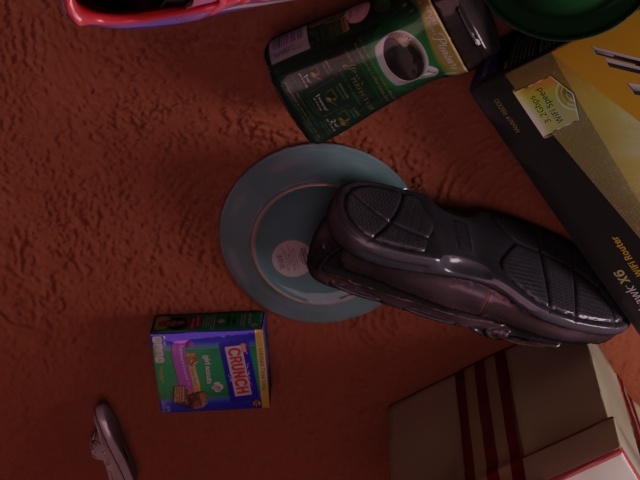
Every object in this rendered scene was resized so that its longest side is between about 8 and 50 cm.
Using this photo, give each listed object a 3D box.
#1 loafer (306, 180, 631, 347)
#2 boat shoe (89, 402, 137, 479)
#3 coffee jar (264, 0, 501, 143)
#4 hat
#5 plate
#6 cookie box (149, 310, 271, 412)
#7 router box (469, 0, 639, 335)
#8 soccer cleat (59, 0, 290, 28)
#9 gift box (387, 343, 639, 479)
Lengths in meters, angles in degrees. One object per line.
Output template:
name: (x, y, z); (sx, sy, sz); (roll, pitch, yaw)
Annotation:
loafer: (0.132, 0.033, 1.259); (0.302, 0.109, 0.095); (19, 135, -17)
boat shoe: (-0.213, 0.206, 1.391); (0.035, 0.035, 0.100); (-14, 124, 5)
coffee jar: (0.053, -0.160, 1.165); (0.184, 0.079, 0.096); (-24, 119, 14)
hat: (0.149, -0.255, 1.007); (0.173, 0.183, 0.208); (-6, 90, 29)
plate: (0.000, 0.000, 1.283); (0.188, 0.024, 0.188); (0, 119, 0)
cookie box: (-0.103, 0.116, 1.337); (0.107, 0.040, 0.092); (-3, 117, 2)
router box: (0.310, -0.076, 1.169); (0.243, 0.081, 0.309); (-25, 116, 32)
soccer cleat: (-0.054, -0.224, 1.111); (0.318, 0.116, 0.108); (-8, 118, 6)
gift box: (0.198, 0.273, 1.294); (0.276, 0.258, 0.255); (-33, 112, 16)
